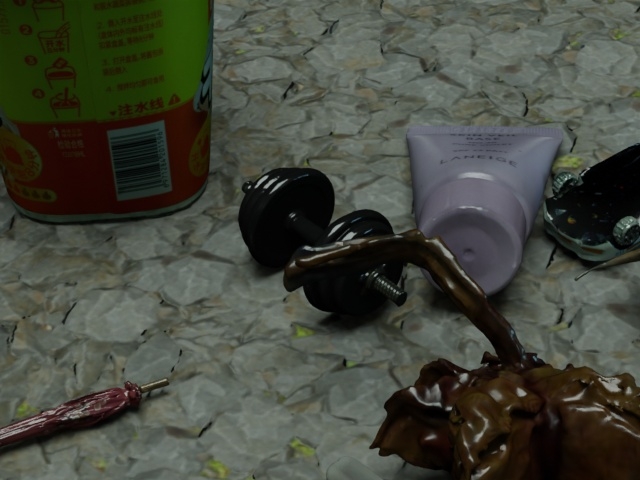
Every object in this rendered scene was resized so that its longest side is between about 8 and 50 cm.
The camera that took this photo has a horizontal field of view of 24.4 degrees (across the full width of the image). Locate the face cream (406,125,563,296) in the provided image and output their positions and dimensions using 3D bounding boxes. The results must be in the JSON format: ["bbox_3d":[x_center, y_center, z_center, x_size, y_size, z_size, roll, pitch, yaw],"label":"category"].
[{"bbox_3d":[0.145,-0.049,1.353,0.154,0.096,0.274,-1,27,9],"label":"face cream"}]

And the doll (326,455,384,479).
[{"bbox_3d":[0.007,0.231,1.013,0.183,0.085,0.217,27,39,29],"label":"doll"}]

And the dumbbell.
[{"bbox_3d":[0.000,0.000,1.280,0.099,0.099,0.208,-29,46,-29],"label":"dumbbell"}]

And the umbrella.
[{"bbox_3d":[-0.197,0.139,1.176,0.165,0.027,0.025,-17,78,-18],"label":"umbrella"}]

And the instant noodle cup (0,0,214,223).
[{"bbox_3d":[-0.212,-0.195,1.363,0.293,0.308,0.294,-1,39,1],"label":"instant noodle cup"}]

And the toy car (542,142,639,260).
[{"bbox_3d":[0.296,-0.046,1.353,0.205,0.056,0.095,-27,45,-24],"label":"toy car"}]

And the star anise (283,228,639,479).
[{"bbox_3d":[0.112,0.111,1.093,0.346,0.148,0.237,36,35,22],"label":"star anise"}]

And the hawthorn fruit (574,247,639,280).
[{"bbox_3d":[0.329,-0.002,1.225,0.189,0.149,0.149,23,46,21],"label":"hawthorn fruit"}]
